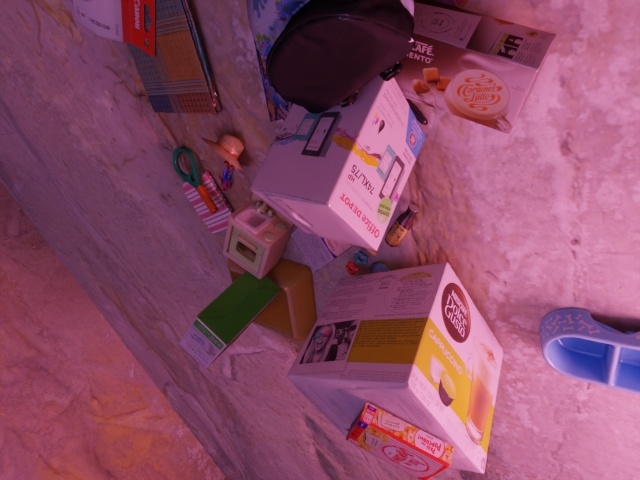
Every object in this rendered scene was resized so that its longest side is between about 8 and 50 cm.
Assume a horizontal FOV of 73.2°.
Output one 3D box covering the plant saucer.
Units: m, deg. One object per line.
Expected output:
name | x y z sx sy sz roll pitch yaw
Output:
plant saucer | -0.178 0.197 1.477 0.333 0.081 0.332 15 130 26

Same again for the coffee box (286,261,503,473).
coffee box | 0.199 0.299 1.058 0.338 0.334 0.337 -14 123 42

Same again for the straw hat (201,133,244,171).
straw hat | -0.248 -0.257 1.179 0.144 0.144 0.061 40 95 4

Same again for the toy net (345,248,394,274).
toy net | 0.109 0.028 1.160 0.122 0.045 0.232 -8 116 42

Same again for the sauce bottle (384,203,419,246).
sauce bottle | 0.197 -0.036 1.043 0.042 0.042 0.128 33 136 10

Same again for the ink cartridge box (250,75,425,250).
ink cartridge box | 0.041 -0.153 0.838 0.197 0.270 0.198 15 165 38

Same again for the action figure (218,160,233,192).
action figure | -0.283 -0.186 1.292 0.038 0.030 0.115 30 138 7

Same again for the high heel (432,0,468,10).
high heel | 0.257 -0.443 0.650 0.244 0.082 0.117 0 134 52

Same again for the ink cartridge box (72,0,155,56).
ink cartridge box | -0.518 -0.589 1.070 0.232 0.066 0.189 37 139 11

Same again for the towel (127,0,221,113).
towel | -0.408 -0.514 1.119 0.272 0.040 0.370 12 131 31

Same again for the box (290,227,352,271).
box | 0.000 0.000 1.160 0.126 0.072 0.137 57 150 2

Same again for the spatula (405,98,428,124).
spatula | 0.103 -0.330 0.871 0.296 0.084 0.030 37 108 -2

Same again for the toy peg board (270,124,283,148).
toy peg board | -0.058 -0.180 1.090 0.161 0.079 0.161 27 135 17

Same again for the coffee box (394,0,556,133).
coffee box | 0.237 -0.299 0.734 0.247 0.098 0.141 27 156 17

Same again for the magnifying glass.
magnifying glass | -0.386 -0.186 1.334 0.092 0.026 0.231 -36 83 40

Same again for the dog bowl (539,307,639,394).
dog bowl | 0.627 0.244 0.923 0.297 0.074 0.165 8 127 32

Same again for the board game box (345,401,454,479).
board game box | 0.162 0.430 0.917 0.194 0.045 0.146 24 141 10

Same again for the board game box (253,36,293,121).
board game box | -0.076 -0.331 0.950 0.194 0.060 0.194 54 158 38

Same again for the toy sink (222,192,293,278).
toy sink | -0.183 -0.024 1.267 0.153 0.131 0.234 34 136 9

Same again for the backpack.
backpack | 0.012 -0.429 0.661 0.273 0.355 0.290 22 167 -27

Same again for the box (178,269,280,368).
box | -0.278 0.237 1.334 0.127 0.262 0.231 44 138 1

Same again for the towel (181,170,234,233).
towel | -0.354 -0.119 1.398 0.144 0.029 0.197 -15 113 40
